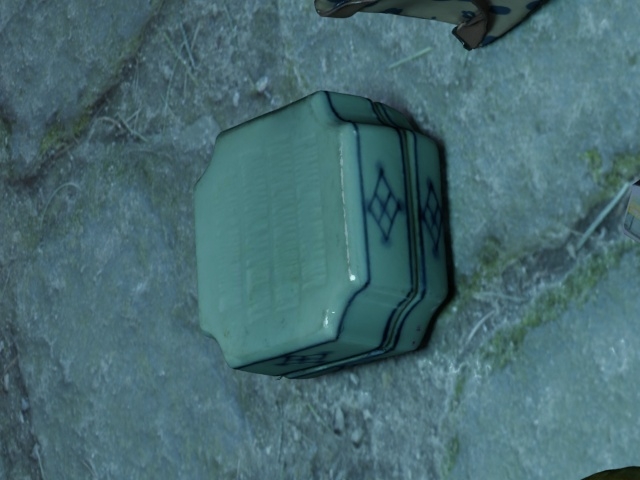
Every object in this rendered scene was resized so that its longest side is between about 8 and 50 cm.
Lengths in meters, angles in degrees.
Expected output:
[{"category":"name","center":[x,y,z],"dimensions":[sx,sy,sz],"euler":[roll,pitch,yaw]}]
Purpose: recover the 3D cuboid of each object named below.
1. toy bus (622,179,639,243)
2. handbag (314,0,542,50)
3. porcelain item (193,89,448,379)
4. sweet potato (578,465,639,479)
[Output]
[{"category":"toy bus","center":[0.347,-0.002,1.626],"dimensions":[0.172,0.057,0.072],"euler":[38,120,47]},{"category":"handbag","center":[0.109,-0.312,1.827],"dimensions":[0.193,0.252,0.190],"euler":[-47,43,47]},{"category":"porcelain item","center":[0.000,0.000,1.968],"dimensions":[0.281,0.157,0.285],"euler":[-20,68,45]},{"category":"sweet potato","center":[0.303,0.241,1.625],"dimensions":[0.269,0.075,0.074],"euler":[2,85,48]}]
